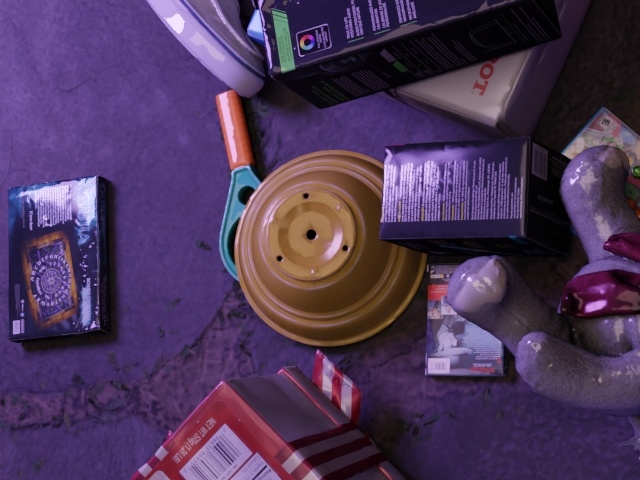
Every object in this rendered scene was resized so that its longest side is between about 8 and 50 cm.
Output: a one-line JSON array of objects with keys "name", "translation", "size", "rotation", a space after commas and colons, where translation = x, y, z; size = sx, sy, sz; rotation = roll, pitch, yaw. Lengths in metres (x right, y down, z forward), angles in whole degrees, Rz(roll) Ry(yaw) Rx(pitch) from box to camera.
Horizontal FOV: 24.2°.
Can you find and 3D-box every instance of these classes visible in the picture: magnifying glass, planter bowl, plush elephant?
[{"name": "magnifying glass", "translation": [-0.082, -0.058, 1.683], "size": [0.092, 0.026, 0.231], "rotation": [-17, 73, 19]}, {"name": "planter bowl", "translation": [0.000, 0.000, 1.587], "size": [0.217, 0.090, 0.217], "rotation": [-2, 79, 13]}, {"name": "plush elephant", "translation": [0.322, 0.066, 1.315], "size": [0.255, 0.272, 0.330], "rotation": [-30, 91, 52]}]

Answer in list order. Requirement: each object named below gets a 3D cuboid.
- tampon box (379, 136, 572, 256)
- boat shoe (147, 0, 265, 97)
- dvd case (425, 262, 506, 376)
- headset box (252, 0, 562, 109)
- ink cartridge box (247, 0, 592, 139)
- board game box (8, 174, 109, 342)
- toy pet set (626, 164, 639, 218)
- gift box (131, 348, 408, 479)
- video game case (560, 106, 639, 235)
[{"name": "tampon box", "translation": [0.159, -0.042, 1.517], "size": [0.161, 0.120, 0.101], "rotation": [0, 81, 30]}, {"name": "boat shoe", "translation": [-0.145, -0.290, 1.708], "size": [0.094, 0.109, 0.302], "rotation": [-42, 65, 8]}, {"name": "dvd case", "translation": [0.153, 0.083, 1.566], "size": [0.087, 0.013, 0.119], "rotation": [-2, 78, 22]}, {"name": "headset box", "translation": [0.065, -0.287, 1.463], "size": [0.283, 0.131, 0.246], "rotation": [-14, 75, 20]}, {"name": "ink cartridge box", "translation": [0.113, -0.256, 1.581], "size": [0.307, 0.129, 0.223], "rotation": [24, 90, 24]}, {"name": "board game box", "translation": [-0.308, 0.022, 1.760], "size": [0.126, 0.026, 0.186], "rotation": [-7, 78, 21]}, {"name": "toy pet set", "translation": [0.356, -0.055, 1.463], "size": [0.122, 0.065, 0.114], "rotation": [-44, 68, 10]}, {"name": "gift box", "translation": [-0.055, 0.261, 1.483], "size": [0.255, 0.258, 0.276], "rotation": [-43, 76, 10]}, {"name": "video game case", "translation": [0.310, -0.041, 1.524], "size": [0.166, 0.015, 0.119], "rotation": [44, 98, 23]}]
